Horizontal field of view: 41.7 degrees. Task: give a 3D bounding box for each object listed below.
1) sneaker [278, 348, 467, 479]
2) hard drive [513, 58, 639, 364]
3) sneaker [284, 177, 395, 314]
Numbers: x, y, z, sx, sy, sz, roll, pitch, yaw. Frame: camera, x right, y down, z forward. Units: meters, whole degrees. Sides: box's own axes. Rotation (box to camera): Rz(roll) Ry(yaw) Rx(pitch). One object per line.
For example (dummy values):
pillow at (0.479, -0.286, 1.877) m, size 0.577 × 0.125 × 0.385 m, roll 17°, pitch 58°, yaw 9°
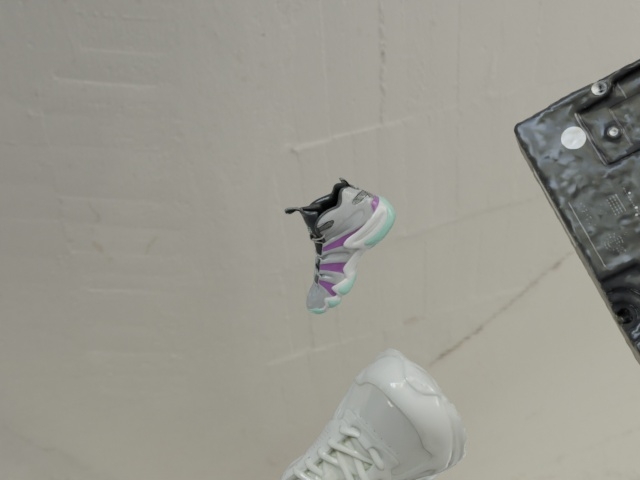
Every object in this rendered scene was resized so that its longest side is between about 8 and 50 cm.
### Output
sneaker at (0.025, 0.165, 0.599) m, size 0.115 × 0.090 × 0.232 m, roll -32°, pitch -25°, yaw -30°
hard drive at (0.338, -0.056, 0.571) m, size 0.339 × 0.236 × 0.064 m, roll -29°, pitch -22°, yaw 11°
sneaker at (0.000, 0.000, 0.594) m, size 0.069 × 0.038 × 0.098 m, roll 29°, pitch -83°, yaw -23°
